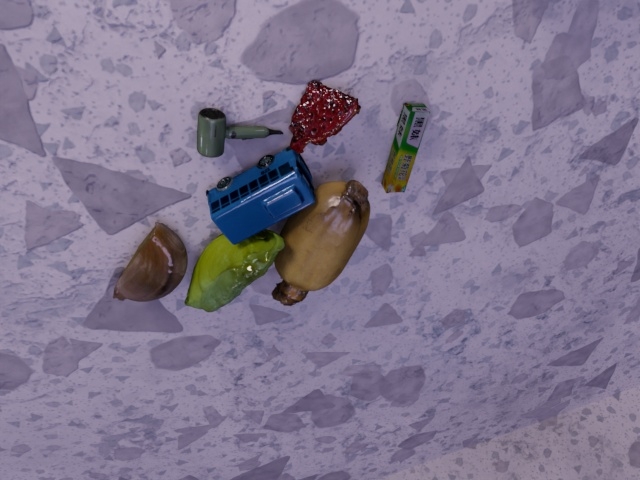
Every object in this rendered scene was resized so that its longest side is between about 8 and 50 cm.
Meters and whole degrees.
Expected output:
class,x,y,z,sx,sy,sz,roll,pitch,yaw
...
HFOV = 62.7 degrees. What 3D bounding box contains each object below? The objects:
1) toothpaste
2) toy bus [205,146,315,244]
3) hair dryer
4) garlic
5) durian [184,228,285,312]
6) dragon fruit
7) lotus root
class,x,y,z,sx,sy,sz,roll,pitch,yaw
toothpaste,0.157,-0.170,0.990,0.043,0.037,0.178,-1,131,-16
toy bus,-0.102,-0.079,0.941,0.185,0.106,0.090,-27,131,7
hair dryer,-0.132,-0.181,0.885,0.150,0.047,0.071,-5,131,-22
garlic,-0.316,0.055,1.013,0.101,0.087,0.195,30,121,-21
durian,-0.164,0.050,1.015,0.250,0.139,0.101,-37,137,17
dragon fruit,0.006,-0.202,0.906,0.097,0.063,0.131,32,110,7
lotus root,-0.002,-0.002,1.026,0.146,0.131,0.303,27,121,-9
